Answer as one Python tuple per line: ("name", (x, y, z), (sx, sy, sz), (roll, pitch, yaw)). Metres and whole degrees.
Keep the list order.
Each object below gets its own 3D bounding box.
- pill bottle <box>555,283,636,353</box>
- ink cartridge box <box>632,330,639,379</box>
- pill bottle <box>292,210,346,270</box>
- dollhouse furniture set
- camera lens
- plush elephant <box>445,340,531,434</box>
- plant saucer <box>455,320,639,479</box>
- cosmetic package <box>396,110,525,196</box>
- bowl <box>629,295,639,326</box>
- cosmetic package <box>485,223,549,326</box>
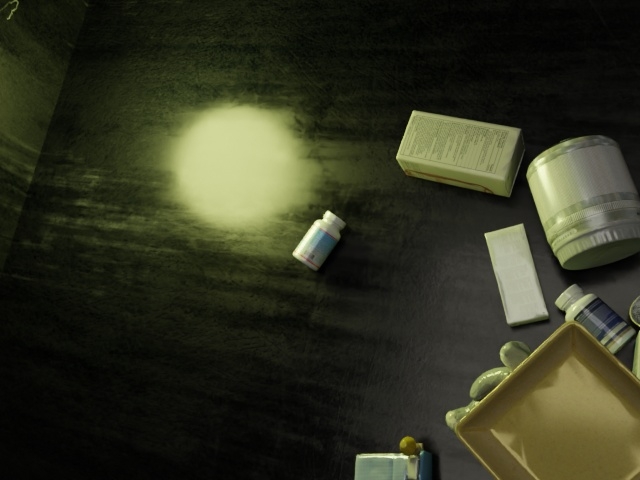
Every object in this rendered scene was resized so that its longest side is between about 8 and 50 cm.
("pill bottle", (0.633, 0.184, 1.522), (0.094, 0.094, 0.169), (-44, 63, 5))
("ink cartridge box", (0.715, 0.359, 1.361), (0.129, 0.223, 0.307), (5, 76, 23))
("pill bottle", (0.000, 0.000, 1.844), (0.087, 0.087, 0.160), (35, 89, 27))
("dollhouse furniture set", (0.089, 0.609, 1.534), (0.286, 0.198, 0.303), (-11, 60, 34))
("camera lens", (0.624, -0.093, 1.541), (0.219, 0.219, 0.274), (-18, 68, 17))
("plush elephant", (0.457, 0.371, 1.445), (0.330, 0.255, 0.272), (-48, 63, 2))
("plant saucer", (0.493, 0.381, 1.266), (0.333, 0.081, 0.333), (-47, 69, 11))
("cosmetic package", (0.372, -0.231, 1.740), (0.296, 0.129, 0.153), (17, 80, 27))
("bowl", (0.787, 0.174, 1.454), (0.170, 0.170, 0.080), (-24, 110, 14))
("cosmetic package", (0.489, 0.087, 1.630), (0.099, 0.060, 0.239), (-16, 69, 19))
